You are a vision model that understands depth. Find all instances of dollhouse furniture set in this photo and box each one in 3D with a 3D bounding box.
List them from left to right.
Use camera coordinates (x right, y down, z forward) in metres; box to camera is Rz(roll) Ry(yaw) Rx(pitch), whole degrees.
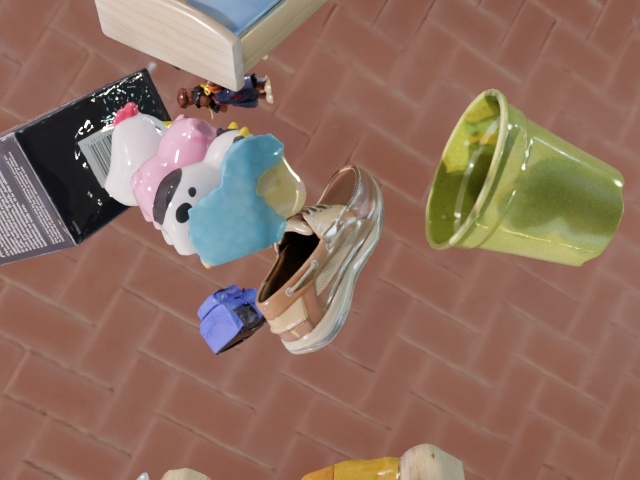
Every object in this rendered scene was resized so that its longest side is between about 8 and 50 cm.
[{"bbox_3d":[-0.105,-0.319,0.537,0.286,0.303,0.198,26,54,20],"label":"dollhouse furniture set"}]

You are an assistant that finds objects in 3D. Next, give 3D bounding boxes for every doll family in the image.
[{"bbox_3d":[-0.114,-0.186,0.831,0.111,0.193,0.076,-12,61,-4],"label":"doll family"}]

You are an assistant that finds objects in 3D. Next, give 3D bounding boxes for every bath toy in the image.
[{"bbox_3d":[-0.153,-0.086,0.859,0.151,0.348,0.129,-22,116,-27],"label":"bath toy"}]

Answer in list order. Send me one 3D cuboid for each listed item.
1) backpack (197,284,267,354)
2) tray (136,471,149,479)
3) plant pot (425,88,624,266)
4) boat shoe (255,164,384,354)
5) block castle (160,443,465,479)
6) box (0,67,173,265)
[{"bbox_3d":[-0.152,0.132,1.356,0.120,0.098,0.101,-21,76,-54],"label":"backpack"},{"bbox_3d":[-0.342,0.520,1.221,0.030,0.270,0.145,5,113,20],"label":"tray"},{"bbox_3d":[0.347,-0.078,1.242,0.254,0.276,0.276,19,84,-9],"label":"plant pot"},{"bbox_3d":[0.000,0.000,1.043,0.116,0.123,0.324,43,44,-26],"label":"boat shoe"},{"bbox_3d":[0.009,0.410,0.635,0.303,0.213,0.453,-7,120,8],"label":"block castle"},{"bbox_3d":[-0.416,-0.105,1.161,0.296,0.294,0.182,-48,120,-51],"label":"box"}]
